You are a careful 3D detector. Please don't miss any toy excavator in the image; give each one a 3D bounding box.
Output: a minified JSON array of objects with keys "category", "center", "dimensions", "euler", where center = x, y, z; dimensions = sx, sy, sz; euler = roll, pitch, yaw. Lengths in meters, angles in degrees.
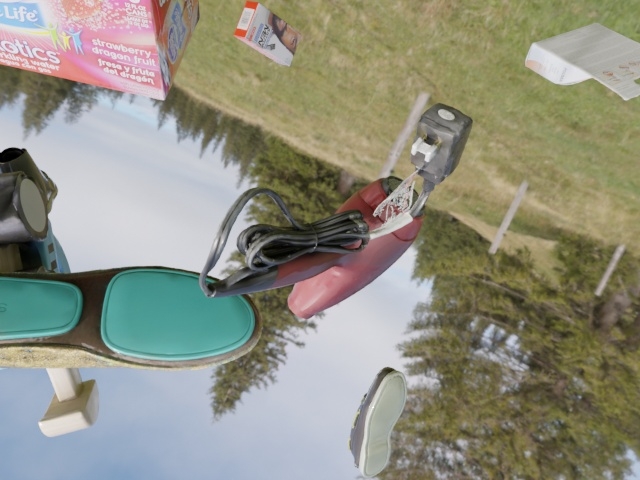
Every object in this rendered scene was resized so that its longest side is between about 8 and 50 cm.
[{"category":"toy excavator","center":[-0.501,0.138,0.823],"dimensions":[0.223,0.432,0.445],"euler":[-13,173,-9]}]

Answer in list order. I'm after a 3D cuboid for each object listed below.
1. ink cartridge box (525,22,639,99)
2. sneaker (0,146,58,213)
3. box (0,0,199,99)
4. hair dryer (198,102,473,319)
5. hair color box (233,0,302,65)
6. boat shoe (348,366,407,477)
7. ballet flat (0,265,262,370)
[{"category":"ink cartridge box","center":[0.433,-0.263,0.736],"dimensions":[0.179,0.146,0.045],"euler":[56,160,34]},{"category":"sneaker","center":[-0.551,-0.128,0.904],"dimensions":[0.083,0.118,0.222],"euler":[-18,-149,-24]},{"category":"box","center":[-0.246,-0.233,0.417],"dimensions":[0.257,0.128,0.122],"euler":[12,151,-5]},{"category":"hair dryer","center":[0.000,0.000,0.443],"dimensions":[0.080,0.224,0.293],"euler":[59,165,23]},{"category":"hair color box","center":[-0.132,-0.530,1.248],"dimensions":[0.053,0.093,0.167],"euler":[29,-169,36]},{"category":"boat shoe","center":[0.096,0.321,0.881],"dimensions":[0.081,0.227,0.069],"euler":[-1,-158,-31]},{"category":"ballet flat","center":[-0.243,0.092,0.541],"dimensions":[0.349,0.123,0.123],"euler":[3,-169,-10]}]
